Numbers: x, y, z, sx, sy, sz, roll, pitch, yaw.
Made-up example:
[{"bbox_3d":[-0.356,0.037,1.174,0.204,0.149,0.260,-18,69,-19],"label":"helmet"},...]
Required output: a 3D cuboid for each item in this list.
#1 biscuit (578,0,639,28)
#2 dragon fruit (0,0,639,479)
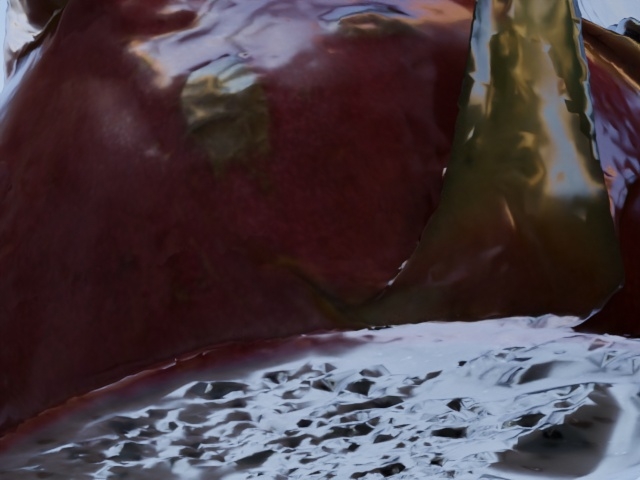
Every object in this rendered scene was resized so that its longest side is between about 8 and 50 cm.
[{"bbox_3d":[0.193,-0.119,0.749,0.104,0.429,0.446,-33,-101,3],"label":"biscuit"},{"bbox_3d":[0.000,0.000,0.535,0.290,0.290,0.189,-24,-121,32],"label":"dragon fruit"}]
